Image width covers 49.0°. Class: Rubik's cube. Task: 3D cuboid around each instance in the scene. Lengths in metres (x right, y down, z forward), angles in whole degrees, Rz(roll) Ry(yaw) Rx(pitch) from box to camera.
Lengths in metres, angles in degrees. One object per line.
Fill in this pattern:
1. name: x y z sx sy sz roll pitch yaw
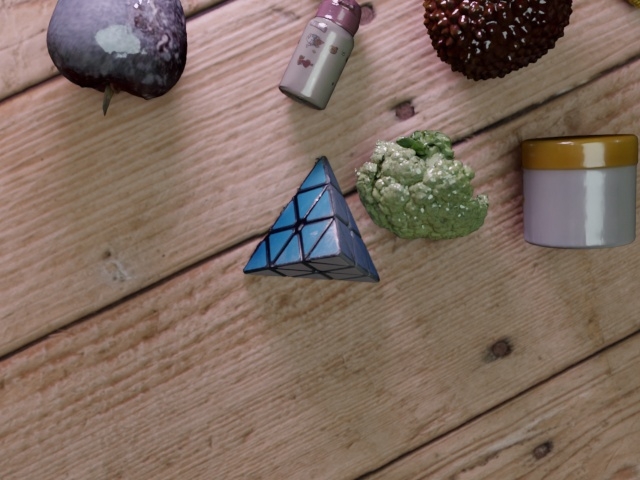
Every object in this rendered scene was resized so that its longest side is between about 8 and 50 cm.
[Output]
1. Rubik's cube: 0.000 -0.002 1.491 0.233 0.229 0.228 34 45 23

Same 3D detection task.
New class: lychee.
1. lychee: 0.353 -0.480 1.419 0.305 0.330 0.306 5 105 19

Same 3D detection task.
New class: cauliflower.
1. cauliflower: 0.219 -0.127 1.501 0.272 0.275 0.250 2 57 18

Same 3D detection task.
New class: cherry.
1. cherry: -0.380 -0.385 1.334 0.254 0.218 0.297 9 82 -8

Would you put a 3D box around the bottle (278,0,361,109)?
1. bottle: 0.007 -0.396 1.456 0.109 0.110 0.233 24 92 -12

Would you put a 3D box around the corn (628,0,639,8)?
1. corn: 0.655 -0.614 1.560 0.248 0.081 0.081 36 90 -13

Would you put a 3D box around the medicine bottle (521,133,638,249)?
1. medicine bottle: 0.560 -0.111 1.528 0.237 0.238 0.232 -5 100 -10
